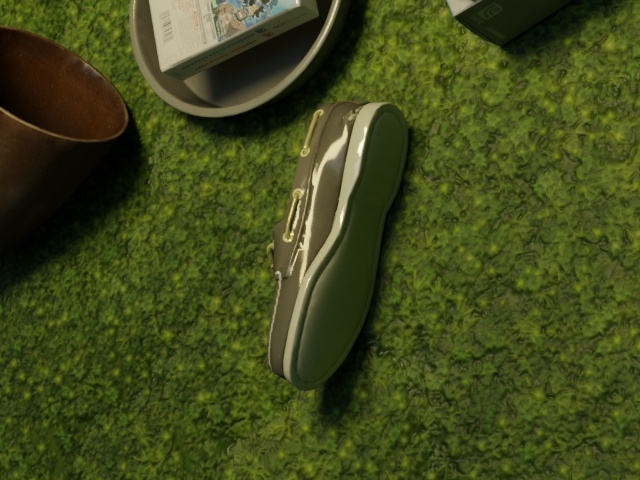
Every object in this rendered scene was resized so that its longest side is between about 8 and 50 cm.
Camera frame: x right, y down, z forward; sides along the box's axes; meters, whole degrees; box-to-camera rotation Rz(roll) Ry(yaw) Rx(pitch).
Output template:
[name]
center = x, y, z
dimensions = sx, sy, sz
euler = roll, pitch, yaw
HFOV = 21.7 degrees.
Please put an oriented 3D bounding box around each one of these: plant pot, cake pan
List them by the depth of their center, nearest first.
[cake pan]
center = -0.083, -0.272, 1.854
dimensions = 0.293, 0.054, 0.293
euler = -9, 74, 32
[plant pot]
center = -0.367, -0.094, 1.929
dimensions = 0.215, 0.215, 0.230
euler = 51, 122, 31

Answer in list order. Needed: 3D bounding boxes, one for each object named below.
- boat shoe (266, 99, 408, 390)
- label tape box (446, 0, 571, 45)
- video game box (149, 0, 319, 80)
[boat shoe]
center = 0.002, 0.001, 1.701
dimensions = 0.091, 0.109, 0.305
euler = 10, 78, 36
[label tape box]
center = 0.248, -0.390, 1.626
dimensions = 0.348, 0.115, 0.249
euler = -32, 63, 25
[video game box]
center = -0.104, -0.302, 1.813
dimensions = 0.187, 0.048, 0.205
euler = -22, 67, 30
